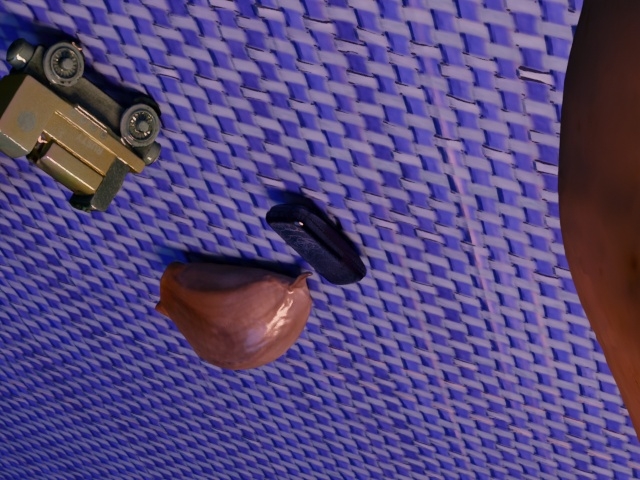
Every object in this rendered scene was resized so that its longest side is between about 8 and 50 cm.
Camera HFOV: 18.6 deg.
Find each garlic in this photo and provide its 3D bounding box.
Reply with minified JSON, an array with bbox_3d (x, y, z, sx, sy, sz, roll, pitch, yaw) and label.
[{"bbox_3d":[-0.057,0.057,1.409,0.152,0.066,0.084,8,150,38],"label":"garlic"}]

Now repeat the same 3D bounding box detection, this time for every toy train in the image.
[{"bbox_3d":[-0.155,-0.072,1.221,0.122,0.081,0.050,39,159,-29],"label":"toy train"}]

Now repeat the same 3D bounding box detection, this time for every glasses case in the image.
[{"bbox_3d":[0.000,0.000,1.291,0.033,0.023,0.083,-5,145,40],"label":"glasses case"}]

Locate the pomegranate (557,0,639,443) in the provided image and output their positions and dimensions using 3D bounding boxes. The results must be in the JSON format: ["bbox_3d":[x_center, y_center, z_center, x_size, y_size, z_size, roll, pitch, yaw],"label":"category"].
[{"bbox_3d":[0.260,-0.029,0.550,0.411,0.411,0.411,21,156,9],"label":"pomegranate"}]
